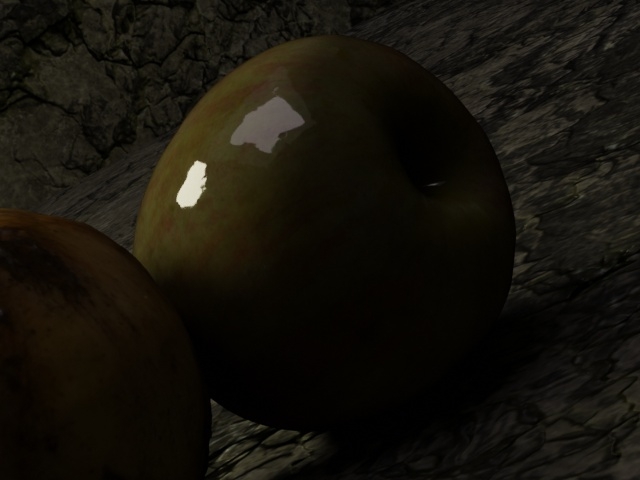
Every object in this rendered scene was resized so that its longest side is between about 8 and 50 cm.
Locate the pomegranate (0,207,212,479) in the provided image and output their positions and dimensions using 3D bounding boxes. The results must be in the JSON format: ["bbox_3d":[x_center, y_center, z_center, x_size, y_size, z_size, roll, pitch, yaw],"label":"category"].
[{"bbox_3d":[-0.223,0.116,1.107,0.322,0.322,0.322,-26,11,5],"label":"pomegranate"}]

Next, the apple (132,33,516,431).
[{"bbox_3d":[0.000,0.000,1.225,0.234,0.257,0.257,-37,3,39],"label":"apple"}]
